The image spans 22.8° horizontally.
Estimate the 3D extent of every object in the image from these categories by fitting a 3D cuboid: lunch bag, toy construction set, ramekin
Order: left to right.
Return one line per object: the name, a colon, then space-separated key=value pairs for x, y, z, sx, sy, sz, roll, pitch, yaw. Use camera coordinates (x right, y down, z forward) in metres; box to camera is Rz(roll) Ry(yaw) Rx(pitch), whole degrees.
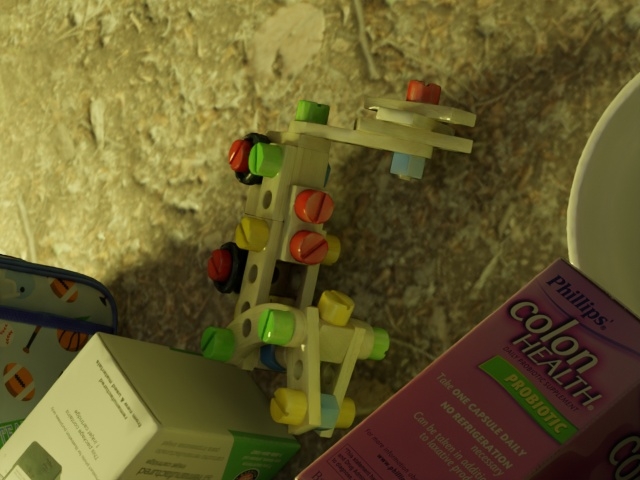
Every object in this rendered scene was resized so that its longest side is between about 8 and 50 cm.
lunch bag: x=-0.337 y=0.116 z=1.498 sx=0.115 sy=0.303 sz=0.243 roll=2 pitch=80 yaw=44
toy construction set: x=0.000 y=0.000 z=1.387 sx=0.215 sy=0.151 sz=0.328 roll=13 pitch=77 yaw=61
ramekin: x=0.335 y=-0.010 z=1.167 sx=0.277 sy=0.135 sz=0.277 roll=-9 pitch=74 yaw=33

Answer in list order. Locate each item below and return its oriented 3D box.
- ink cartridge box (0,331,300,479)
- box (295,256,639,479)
ink cartridge box: x=-0.191 y=0.236 z=1.425 sx=0.289 sy=0.211 sz=0.121 roll=-50 pitch=58 yaw=16
box: x=0.136 y=0.174 z=1.114 sx=0.243 sy=0.213 sz=0.117 roll=-39 pitch=51 yaw=-11
